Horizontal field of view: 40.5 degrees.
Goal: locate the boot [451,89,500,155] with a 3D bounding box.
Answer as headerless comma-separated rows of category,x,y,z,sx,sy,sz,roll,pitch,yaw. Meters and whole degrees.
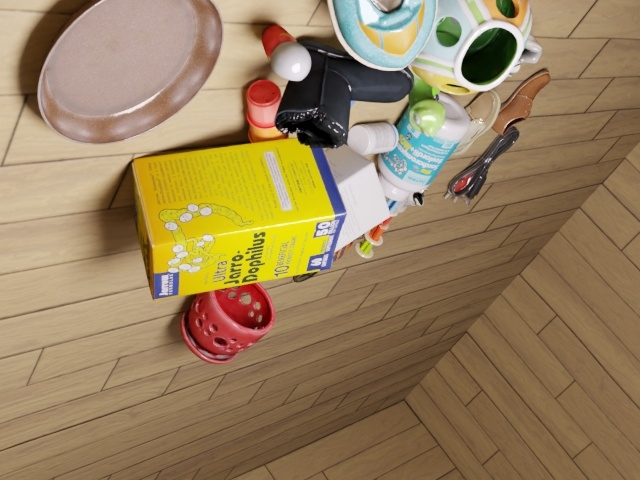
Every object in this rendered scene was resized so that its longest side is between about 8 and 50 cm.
boot,0.346,-0.290,2.183,0.165,0.077,0.213,-11,148,-45

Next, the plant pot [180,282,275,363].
plant pot,-0.231,0.188,2.092,0.191,0.191,0.174,-7,151,-51

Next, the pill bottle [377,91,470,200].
pill bottle,0.231,-0.216,2.057,0.146,0.146,0.264,-15,148,-43

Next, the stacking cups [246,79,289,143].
stacking cups,-0.105,-0.193,1.702,0.096,0.096,0.316,-32,152,-15

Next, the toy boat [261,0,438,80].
toy boat,0.053,-0.368,1.447,0.318,0.148,0.267,-27,128,-1

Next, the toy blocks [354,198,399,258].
toy blocks,0.149,-0.041,2.150,0.148,0.054,0.123,-58,-177,37

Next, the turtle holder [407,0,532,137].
turtle holder,0.245,-0.372,1.612,0.320,0.227,0.243,-37,131,15

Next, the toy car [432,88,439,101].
toy car,0.257,-0.381,1.796,0.239,0.053,0.225,25,108,-33

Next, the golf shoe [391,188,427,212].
golf shoe,0.239,-0.113,2.342,0.069,0.086,0.176,-30,158,-23

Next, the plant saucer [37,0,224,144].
plant saucer,-0.289,-0.274,1.310,0.310,0.050,0.311,-32,157,-15

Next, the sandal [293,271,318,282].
sandal,-0.002,0.025,2.291,0.219,0.060,0.090,-49,165,-12

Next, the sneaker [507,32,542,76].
sneaker,0.374,-0.409,1.950,0.292,0.118,0.110,-28,157,-19

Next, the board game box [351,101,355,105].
board game box,0.002,-0.291,1.733,0.133,0.033,0.168,-43,152,24

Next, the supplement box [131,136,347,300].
supplement box,-0.157,-0.044,1.623,0.356,0.195,0.194,-10,149,-16

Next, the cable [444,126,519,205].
cable,0.462,-0.223,2.541,0.139,0.072,0.287,10,117,-39

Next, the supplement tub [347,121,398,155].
supplement tub,0.120,-0.231,1.964,0.107,0.071,0.071,-12,146,-46

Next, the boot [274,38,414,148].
boot,0.045,-0.242,1.535,0.246,0.207,0.094,14,143,-11

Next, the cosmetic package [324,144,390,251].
cosmetic package,0.028,-0.092,1.920,0.183,0.151,0.151,-32,127,-15

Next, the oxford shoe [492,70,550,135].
oxford shoe,0.547,-0.367,2.337,0.212,0.076,0.076,-45,155,12

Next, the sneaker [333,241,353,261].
sneaker,0.000,0.000,2.150,0.321,0.124,0.180,-24,152,-31
